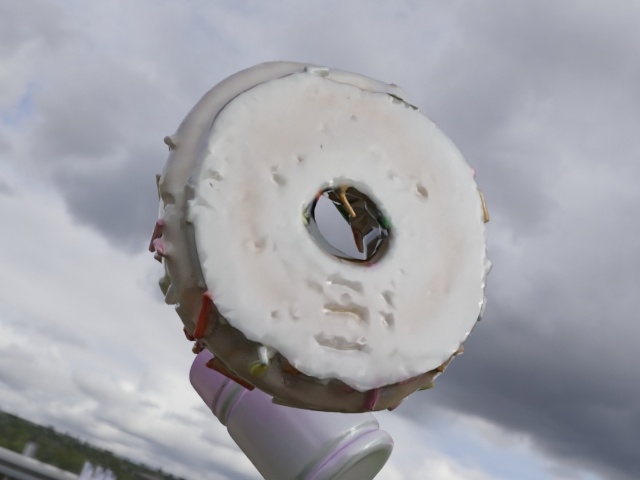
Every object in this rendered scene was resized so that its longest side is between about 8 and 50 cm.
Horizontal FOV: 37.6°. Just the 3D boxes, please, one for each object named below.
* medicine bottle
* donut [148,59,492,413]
[{"bbox_3d":[-0.051,0.287,1.563,0.316,0.202,0.202,47,-7,26],"label":"medicine bottle"},{"bbox_3d":[0.000,0.000,0.980,0.382,0.383,0.142,26,-26,-17],"label":"donut"}]
